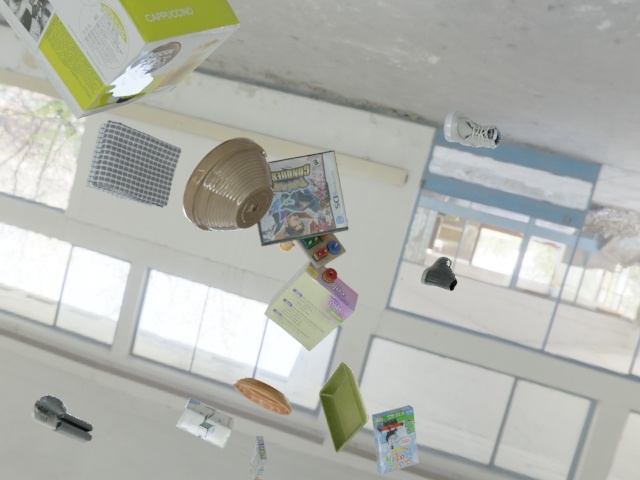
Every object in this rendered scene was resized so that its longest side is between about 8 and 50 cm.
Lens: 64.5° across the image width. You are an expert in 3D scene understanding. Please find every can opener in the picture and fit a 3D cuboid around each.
[{"bbox_3d":[-0.894,0.634,1.777,0.093,0.280,0.074,-20,-134,6],"label":"can opener"}]

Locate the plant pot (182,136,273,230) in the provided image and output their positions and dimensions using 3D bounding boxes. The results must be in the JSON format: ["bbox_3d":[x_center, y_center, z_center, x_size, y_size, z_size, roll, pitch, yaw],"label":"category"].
[{"bbox_3d":[-0.183,-0.104,1.148,0.109,0.237,0.237,37,-166,21],"label":"plant pot"}]

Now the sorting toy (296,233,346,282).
[{"bbox_3d":[0.000,0.000,1.683,0.132,0.046,0.275,-29,-104,-31],"label":"sorting toy"}]

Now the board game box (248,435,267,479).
[{"bbox_3d":[-0.228,0.804,1.842,0.026,0.154,0.103,6,-151,-20],"label":"board game box"}]

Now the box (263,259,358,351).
[{"bbox_3d":[-0.032,0.218,1.740,0.213,0.243,0.117,40,-153,-7],"label":"box"}]

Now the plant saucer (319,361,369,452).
[{"bbox_3d":[0.071,0.469,1.428,0.045,0.188,0.188,4,-135,-27],"label":"plant saucer"}]

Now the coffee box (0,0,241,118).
[{"bbox_3d":[-0.465,-0.543,1.185,0.334,0.338,0.337,-24,-167,38],"label":"coffee box"}]

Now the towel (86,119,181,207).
[{"bbox_3d":[-0.629,-0.254,1.743,0.121,0.235,0.283,-4,165,44],"label":"towel"}]

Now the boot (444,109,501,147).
[{"bbox_3d":[0.455,-0.324,1.486,0.123,0.095,0.258,12,-170,30],"label":"boot"}]

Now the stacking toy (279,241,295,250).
[{"bbox_3d":[-0.120,-0.077,1.914,0.175,0.166,0.302,14,-135,-9],"label":"stacking toy"}]

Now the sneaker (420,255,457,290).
[{"bbox_3d":[0.479,0.134,1.929,0.118,0.083,0.222,21,-151,29],"label":"sneaker"}]

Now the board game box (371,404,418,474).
[{"bbox_3d":[0.277,0.732,1.869,0.160,0.212,0.039,-7,-177,-21],"label":"board game box"}]

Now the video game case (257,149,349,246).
[{"bbox_3d":[-0.069,-0.128,1.547,0.274,0.249,0.035,-11,-177,-4],"label":"video game case"}]

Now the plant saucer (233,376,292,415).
[{"bbox_3d":[-0.175,0.478,1.569,0.199,0.037,0.200,22,150,13],"label":"plant saucer"}]

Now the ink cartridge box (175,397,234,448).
[{"bbox_3d":[-0.420,0.671,1.869,0.190,0.082,0.139,26,176,-5],"label":"ink cartridge box"}]
